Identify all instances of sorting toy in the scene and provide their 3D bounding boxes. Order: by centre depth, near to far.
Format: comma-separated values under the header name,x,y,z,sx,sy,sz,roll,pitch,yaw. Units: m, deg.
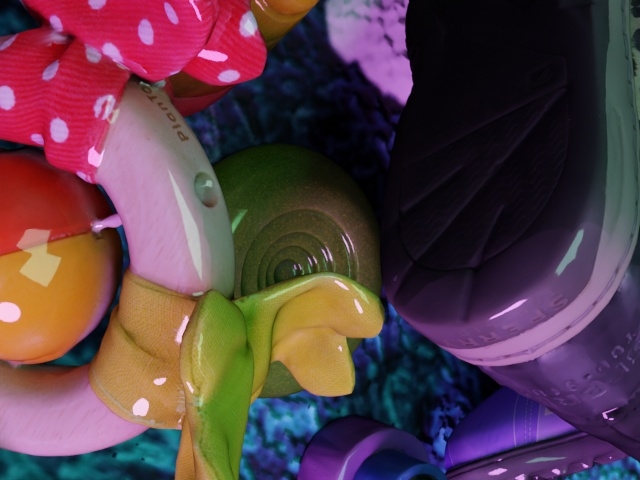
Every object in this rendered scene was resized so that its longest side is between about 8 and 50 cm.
name,x,y,z,sx,sy,sz,roll,pitch,yaw
sorting toy,0.000,0.000,0.610,0.127,0.126,0.366,-32,113,-28

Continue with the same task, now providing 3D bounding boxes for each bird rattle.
name,x,y,z,sx,sy,sz,roll,pitch,yaw
bird rattle,-0.096,-0.008,0.500,0.254,0.206,0.143,67,25,-13

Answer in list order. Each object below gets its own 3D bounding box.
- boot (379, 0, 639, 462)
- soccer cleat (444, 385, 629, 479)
name,x,y,z,sx,sy,sz,roll,pitch,yaw
boot,0.174,-0.029,0.648,0.284,0.138,0.377,44,38,-27
soccer cleat,0.189,0.052,0.781,0.318,0.108,0.116,-21,83,-26
